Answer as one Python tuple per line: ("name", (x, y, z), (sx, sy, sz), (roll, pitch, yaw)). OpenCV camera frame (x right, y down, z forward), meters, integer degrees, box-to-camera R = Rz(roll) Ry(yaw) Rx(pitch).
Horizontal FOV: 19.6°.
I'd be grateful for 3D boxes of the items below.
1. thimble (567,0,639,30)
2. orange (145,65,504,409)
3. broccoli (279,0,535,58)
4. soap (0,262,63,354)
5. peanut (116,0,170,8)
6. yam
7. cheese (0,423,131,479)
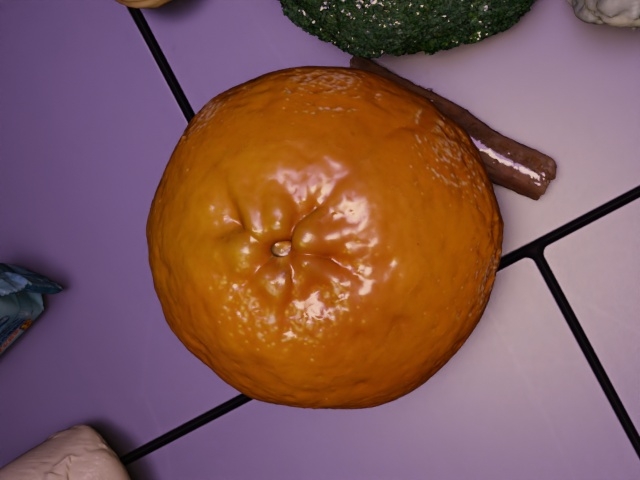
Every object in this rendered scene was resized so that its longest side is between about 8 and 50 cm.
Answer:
("thimble", (0.307, -0.321, 1.755), (0.172, 0.205, 0.250), (-12, 72, -1))
("orange", (0.000, 0.000, 1.757), (0.341, 0.293, 0.340), (1, 98, 10))
("broccoli", (0.084, -0.303, 1.783), (0.308, 0.275, 0.308), (1, 136, 1))
("soap", (-0.408, 0.123, 1.894), (0.293, 0.156, 0.077), (-44, 77, 6))
("peanut", (-0.163, -0.390, 1.861), (0.148, 0.147, 0.318), (2, 87, 8))
("yam", (0.127, -0.113, 1.865), (0.241, 0.057, 0.056), (29, 95, 9))
("cheese", (-0.274, 0.304, 1.875), (0.154, 0.189, 0.198), (-26, 86, 40))
